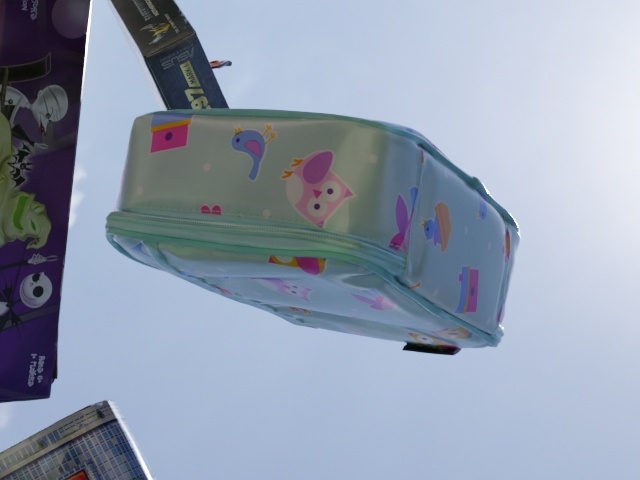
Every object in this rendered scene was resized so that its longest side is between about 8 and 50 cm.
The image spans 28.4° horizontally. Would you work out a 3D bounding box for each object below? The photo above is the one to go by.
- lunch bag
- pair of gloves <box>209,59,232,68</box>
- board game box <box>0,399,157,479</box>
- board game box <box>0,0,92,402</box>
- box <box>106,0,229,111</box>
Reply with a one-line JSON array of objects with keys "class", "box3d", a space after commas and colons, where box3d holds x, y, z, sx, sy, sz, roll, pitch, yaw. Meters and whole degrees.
[{"class": "lunch bag", "box3d": [0.000, 0.000, 0.863, 0.224, 0.279, 0.108, 3, -105, 29]}, {"class": "pair of gloves", "box3d": [-0.147, -0.205, 1.457, 0.083, 0.074, 0.010, 8, -74, 29]}, {"class": "board game box", "box3d": [-0.194, 0.185, 0.775, 0.194, 0.060, 0.194, -29, -98, -5]}, {"class": "board game box", "box3d": [-0.160, -0.124, 0.570, 0.208, 0.056, 0.347, 24, -70, 50]}, {"class": "box", "box3d": [-0.148, -0.171, 1.276, 0.059, 0.183, 0.233, -27, -140, -4]}]
